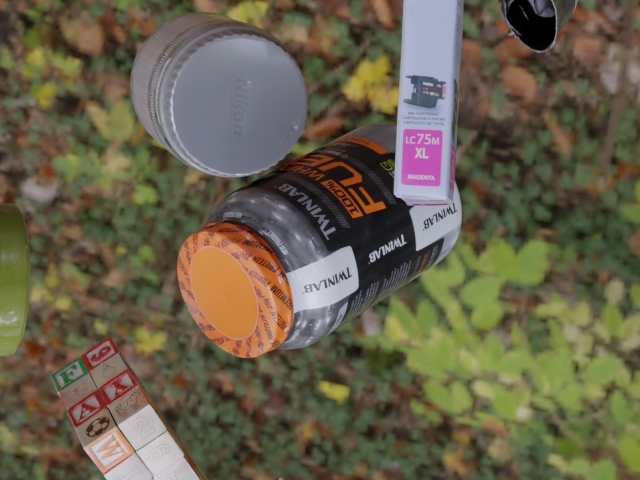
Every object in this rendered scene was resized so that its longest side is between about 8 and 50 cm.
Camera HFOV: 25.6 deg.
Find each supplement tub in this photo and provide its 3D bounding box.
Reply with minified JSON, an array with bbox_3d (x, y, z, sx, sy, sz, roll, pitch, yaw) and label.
[{"bbox_3d":[0.000,0.000,1.726,0.207,0.338,0.207,23,128,34],"label":"supplement tub"}]

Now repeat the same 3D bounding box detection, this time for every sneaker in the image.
[{"bbox_3d":[0.190,-0.300,1.416,0.083,0.118,0.222,-29,107,26],"label":"sneaker"}]

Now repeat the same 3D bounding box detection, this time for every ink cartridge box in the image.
[{"bbox_3d":[0.115,-0.193,1.442,0.065,0.311,0.186,1,180,7],"label":"ink cartridge box"}]

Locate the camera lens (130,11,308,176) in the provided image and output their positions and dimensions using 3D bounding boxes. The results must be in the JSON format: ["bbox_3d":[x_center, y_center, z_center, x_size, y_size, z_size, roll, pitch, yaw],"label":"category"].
[{"bbox_3d":[-0.150,-0.213,2.039,0.219,0.219,0.274,22,-174,-21],"label":"camera lens"}]

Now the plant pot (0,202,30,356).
[{"bbox_3d":[-0.632,0.056,2.118,0.353,0.366,0.366,2,167,-24],"label":"plant pot"}]

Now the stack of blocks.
[{"bbox_3d":[-0.194,0.279,1.683,0.297,0.087,0.171,61,171,-32],"label":"stack of blocks"}]

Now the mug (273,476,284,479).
[{"bbox_3d":[-0.127,0.445,2.165,0.169,0.113,0.150,-19,174,7],"label":"mug"}]
